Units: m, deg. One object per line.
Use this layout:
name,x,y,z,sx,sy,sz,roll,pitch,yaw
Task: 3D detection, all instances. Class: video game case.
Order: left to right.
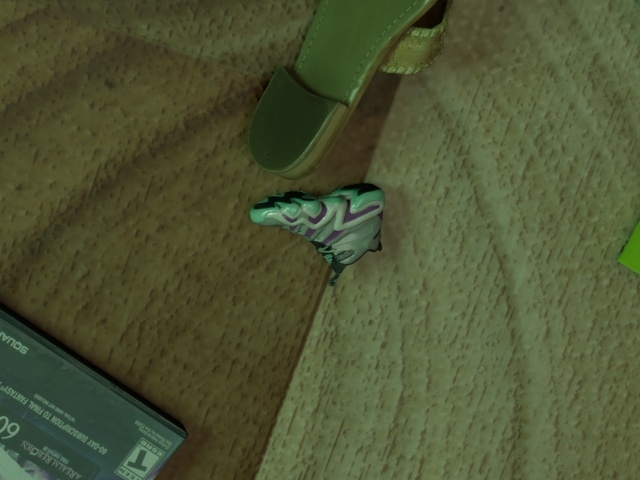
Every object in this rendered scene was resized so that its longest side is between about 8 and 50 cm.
video game case,-0.251,0.188,1.031,0.196,0.026,0.274,37,92,-23

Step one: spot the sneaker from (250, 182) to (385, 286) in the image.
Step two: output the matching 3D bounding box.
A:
sneaker,0.000,0.000,1.042,0.098,0.038,0.069,-7,107,-14

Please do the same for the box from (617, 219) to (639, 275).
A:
box,0.313,-0.040,1.123,0.109,0.042,0.178,22,100,-22

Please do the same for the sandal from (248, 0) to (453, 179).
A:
sandal,0.045,-0.140,1.008,0.079,0.088,0.240,20,109,-53
